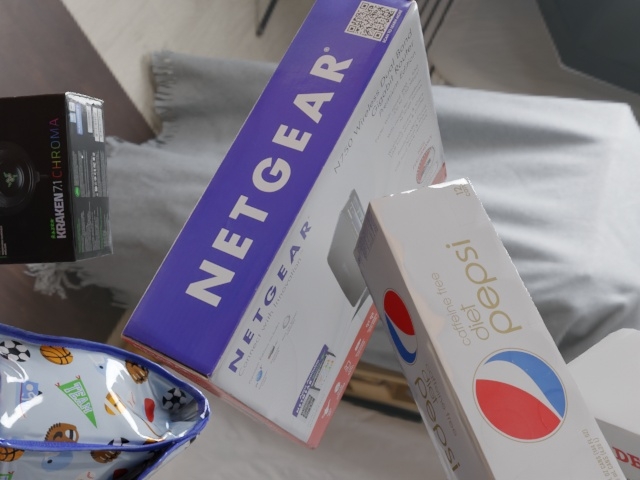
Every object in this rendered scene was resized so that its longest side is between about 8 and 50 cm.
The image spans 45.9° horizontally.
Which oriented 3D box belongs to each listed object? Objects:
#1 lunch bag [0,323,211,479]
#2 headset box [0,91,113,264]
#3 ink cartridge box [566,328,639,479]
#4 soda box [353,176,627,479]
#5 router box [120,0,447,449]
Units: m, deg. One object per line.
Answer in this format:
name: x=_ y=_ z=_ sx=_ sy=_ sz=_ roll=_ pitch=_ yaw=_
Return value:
lunch bag: x=-0.411 y=0.332 z=1.210 sx=0.385 sy=0.328 sz=0.239 roll=19 pitch=39 yaw=-44
headset box: x=-0.479 y=-0.088 z=1.148 sx=0.131 sy=0.283 sz=0.246 roll=-21 pitch=110 yaw=-80
ink cartridge box: x=0.332 y=0.240 z=0.653 sx=0.121 sy=0.211 sz=0.289 roll=-29 pitch=101 yaw=-16
soda box: x=0.094 y=0.071 z=0.461 sx=0.069 sy=0.074 sz=0.216 roll=104 pitch=-32 yaw=-60
router box: x=0.000 y=0.000 z=0.688 sx=0.335 sy=0.082 sz=0.301 roll=-63 pitch=157 yaw=-15
